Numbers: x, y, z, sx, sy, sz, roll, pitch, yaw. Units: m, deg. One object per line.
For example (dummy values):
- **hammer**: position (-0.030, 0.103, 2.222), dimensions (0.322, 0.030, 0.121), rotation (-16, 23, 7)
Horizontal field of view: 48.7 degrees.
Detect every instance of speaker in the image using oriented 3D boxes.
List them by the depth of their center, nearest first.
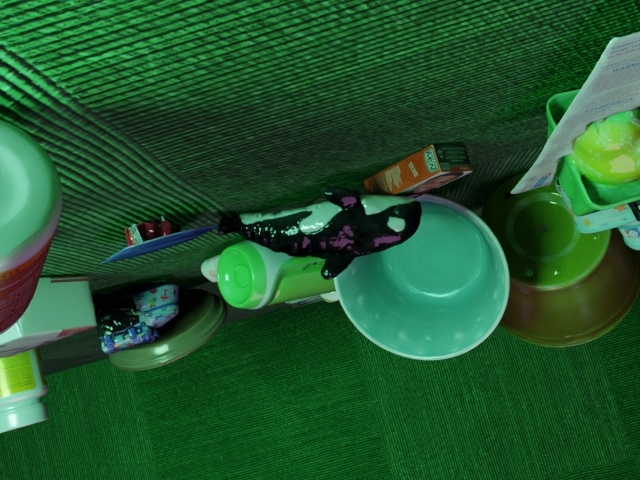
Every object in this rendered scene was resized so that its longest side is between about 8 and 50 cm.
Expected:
- **speaker**: position (-0.043, 0.049, 1.315), dimensions (0.296, 0.131, 0.131), rotation (-7, 168, -44)

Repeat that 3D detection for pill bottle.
- **pill bottle**: position (-0.272, 0.010, 0.533), dimensions (0.121, 0.121, 0.216), rotation (-10, 159, -33)
- **pill bottle**: position (-0.592, 0.254, 1.351), dimensions (0.119, 0.209, 0.119), rotation (-15, 171, -2)

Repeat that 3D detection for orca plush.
- **orca plush**: position (0.000, 0.000, 0.994), dimensions (0.287, 0.102, 0.151), rotation (2, 154, -9)

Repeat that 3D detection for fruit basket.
- **fruit basket**: position (0.399, -0.165, 0.780), dimensions (0.327, 0.165, 0.353), rotation (-16, 156, -4)

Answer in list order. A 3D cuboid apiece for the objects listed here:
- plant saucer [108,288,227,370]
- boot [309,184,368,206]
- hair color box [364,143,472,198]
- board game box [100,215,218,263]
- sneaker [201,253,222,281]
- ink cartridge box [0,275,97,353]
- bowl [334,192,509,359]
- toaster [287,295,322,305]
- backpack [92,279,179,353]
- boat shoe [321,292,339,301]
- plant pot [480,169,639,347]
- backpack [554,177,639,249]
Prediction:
- **plant saucer**: position (-0.340, 0.185, 1.554), dimensions (0.277, 0.041, 0.278), rotation (-17, -157, 7)
- **boot**: position (0.042, -0.053, 1.089), dimensions (0.118, 0.042, 0.087), rotation (-22, 172, 39)
- **hair color box**: position (0.136, -0.091, 1.002), dimensions (0.072, 0.043, 0.141), rotation (-6, 167, -40)
- **board game box**: position (-0.217, -0.009, 0.937), dimensions (0.133, 0.033, 0.168), rotation (-16, 178, -34)
- **sneaker**: position (-0.168, 0.049, 1.340), dimensions (0.070, 0.051, 0.134), rotation (-20, 168, 36)
- **ink cartridge box**: position (-0.494, 0.129, 1.123), dimensions (0.217, 0.092, 0.158), rotation (-18, 171, 26)
- **bowl**: position (0.196, 0.043, 1.289), dimensions (0.311, 0.312, 0.163), rotation (-20, -170, 27)
- **toaster**: position (-0.017, 0.082, 1.630), dimensions (0.185, 0.110, 0.168), rotation (-16, 172, -2)
- **backpack**: position (-0.359, 0.147, 1.412), dimensions (0.173, 0.117, 0.158), rotation (-16, 173, -16)
- **boat shoe**: position (0.101, 0.020, 1.483), dimensions (0.277, 0.096, 0.098), rotation (-34, -152, -1)
- **plant pot**: position (0.472, 0.016, 1.453), dimensions (0.366, 0.367, 0.353), rotation (-18, 159, 16)
- **backpack**: position (0.512, -0.101, 1.111), dimensions (0.253, 0.191, 0.225), rotation (-15, -159, 42)
